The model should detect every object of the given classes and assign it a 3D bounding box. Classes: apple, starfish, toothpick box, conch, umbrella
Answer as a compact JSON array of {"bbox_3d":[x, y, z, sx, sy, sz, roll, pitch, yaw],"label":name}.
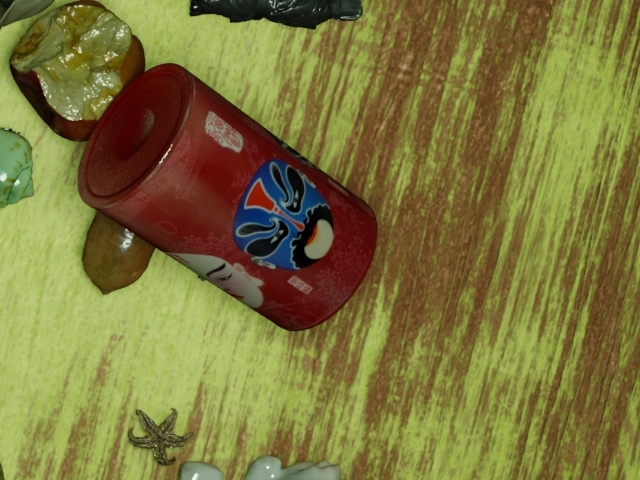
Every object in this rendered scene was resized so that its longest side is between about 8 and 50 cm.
[{"bbox_3d":[-0.300,-0.217,1.841,0.158,0.147,0.156,-42,70,-17],"label":"apple"},{"bbox_3d":[-0.213,0.264,1.952,0.091,0.028,0.078,4,91,-18],"label":"starfish"},{"bbox_3d":[-0.111,-0.048,1.805,0.333,0.204,0.204,34,86,-34],"label":"toothpick box"},{"bbox_3d":[-0.433,-0.110,1.847,0.170,0.079,0.106,31,69,-19],"label":"conch"},{"bbox_3d":[-0.056,-0.314,1.930,0.235,0.066,0.059,2,89,-16],"label":"umbrella"}]

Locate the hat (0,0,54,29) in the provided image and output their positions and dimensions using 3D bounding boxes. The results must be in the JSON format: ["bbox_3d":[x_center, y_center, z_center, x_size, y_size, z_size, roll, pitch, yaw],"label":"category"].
[{"bbox_3d":[-0.392,-0.288,1.836,0.144,0.166,0.173,-8,127,-32],"label":"hat"}]

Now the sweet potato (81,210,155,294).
[{"bbox_3d":[-0.226,-0.064,1.893,0.097,0.097,0.292,30,87,-14],"label":"sweet potato"}]

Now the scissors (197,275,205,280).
[{"bbox_3d":[-0.099,-0.032,1.961,0.110,0.021,0.212,39,85,-16],"label":"scissors"}]

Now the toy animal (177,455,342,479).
[{"bbox_3d":[-0.026,0.413,1.927,0.367,0.196,0.241,-3,102,-12],"label":"toy animal"}]

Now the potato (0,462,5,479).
[{"bbox_3d":[-0.484,0.293,1.845,0.149,0.113,0.251,-20,97,-15],"label":"potato"}]
